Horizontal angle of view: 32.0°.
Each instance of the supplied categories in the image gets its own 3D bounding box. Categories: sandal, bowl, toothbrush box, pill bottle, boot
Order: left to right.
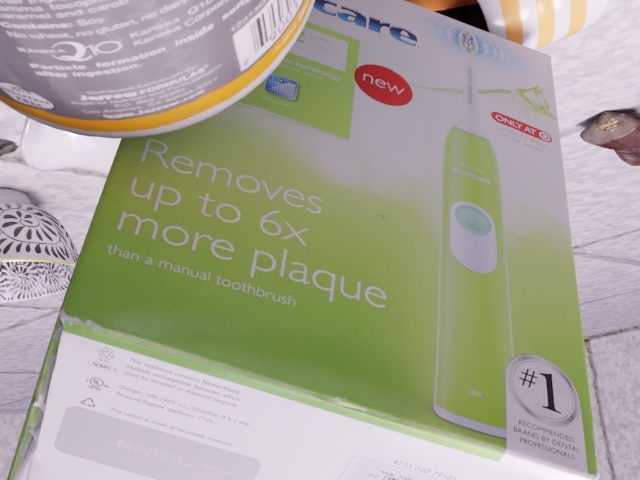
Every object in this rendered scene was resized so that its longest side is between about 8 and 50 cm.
[{"bbox_3d":[-0.294,0.002,0.995,0.170,0.080,0.170,-7,167,-2],"label":"bowl"},{"bbox_3d":[-0.080,-0.145,0.323,0.162,0.162,0.278,-8,166,0],"label":"pill bottle"},{"bbox_3d":[0.000,0.000,0.524,0.206,0.283,0.122,19,131,-10],"label":"toothbrush box"},{"bbox_3d":[0.079,-0.133,0.645,0.265,0.076,0.102,-9,167,6],"label":"sandal"},{"bbox_3d":[0.304,-0.099,1.015,0.106,0.037,0.114,-19,158,32],"label":"boot"}]

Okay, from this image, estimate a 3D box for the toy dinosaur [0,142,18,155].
[{"bbox_3d":[-0.268,-0.077,0.732,0.118,0.064,0.268,-12,171,-12],"label":"toy dinosaur"}]

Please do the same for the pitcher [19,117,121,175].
[{"bbox_3d":[-0.084,-0.078,0.739,0.207,0.125,0.178,6,-175,-11],"label":"pitcher"}]
